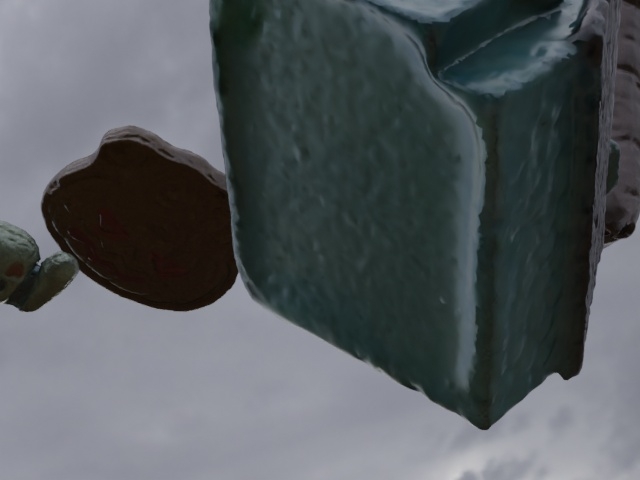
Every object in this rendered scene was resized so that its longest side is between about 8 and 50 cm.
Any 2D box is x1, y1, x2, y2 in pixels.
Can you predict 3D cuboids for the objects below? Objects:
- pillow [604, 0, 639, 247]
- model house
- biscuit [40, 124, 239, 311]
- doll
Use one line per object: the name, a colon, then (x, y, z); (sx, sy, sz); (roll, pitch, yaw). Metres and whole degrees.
pillow: (0.215, -0.070, 1.277); (0.108, 0.305, 0.308); (24, -35, -19)
model house: (0.099, -0.078, 0.811); (0.249, 0.230, 0.280); (-35, -43, -36)
biscuit: (-0.212, -0.014, 1.605); (0.273, 0.049, 0.257); (36, -53, -27)
doll: (-0.376, 0.022, 1.396); (0.214, 0.071, 0.103); (14, -63, -13)
